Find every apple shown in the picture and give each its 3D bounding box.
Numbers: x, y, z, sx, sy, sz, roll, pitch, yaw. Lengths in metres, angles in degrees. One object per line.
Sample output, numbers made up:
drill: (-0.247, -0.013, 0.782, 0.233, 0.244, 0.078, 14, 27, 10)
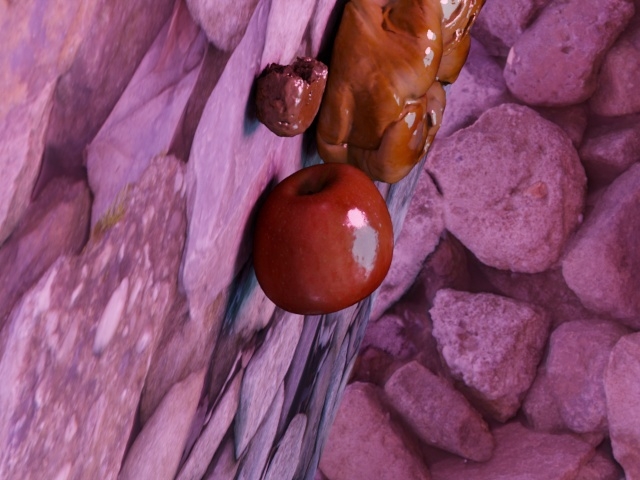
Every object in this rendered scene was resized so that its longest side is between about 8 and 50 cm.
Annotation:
apple: (0.000, 0.000, 1.764, 0.181, 0.181, 0.168, -61, 142, -47)

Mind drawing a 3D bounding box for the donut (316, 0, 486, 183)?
donut: (0.112, -0.253, 1.929, 0.360, 0.170, 0.360, 19, 90, -83)

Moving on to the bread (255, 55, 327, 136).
bread: (-0.037, -0.156, 1.572, 0.113, 0.060, 0.082, -42, 149, -68)
